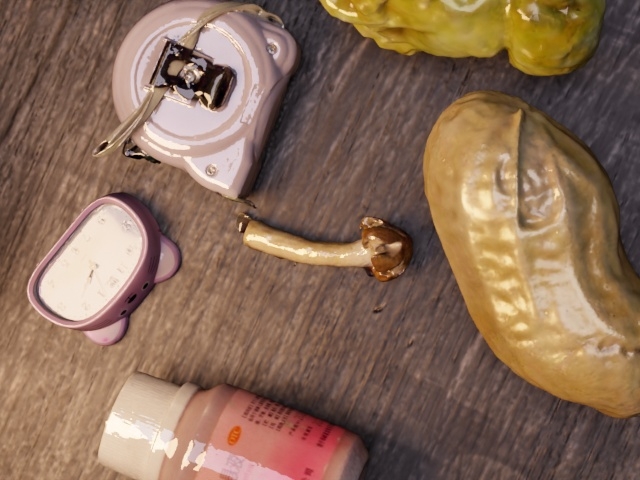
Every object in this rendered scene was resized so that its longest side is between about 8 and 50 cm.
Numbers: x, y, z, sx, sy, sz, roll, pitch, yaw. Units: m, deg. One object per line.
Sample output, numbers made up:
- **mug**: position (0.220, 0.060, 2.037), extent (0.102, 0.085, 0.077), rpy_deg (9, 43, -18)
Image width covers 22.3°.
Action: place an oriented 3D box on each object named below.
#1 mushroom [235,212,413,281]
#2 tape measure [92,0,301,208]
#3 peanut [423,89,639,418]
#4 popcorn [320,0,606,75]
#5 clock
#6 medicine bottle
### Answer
- **mushroom**: position (0.000, 0.000, 1.619), extent (0.187, 0.061, 0.060), rpy_deg (8, 62, 12)
- **tape measure**: position (-0.123, -0.149, 1.613), extent (0.178, 0.105, 0.196), rpy_deg (15, 92, 8)
- **peanut**: position (0.212, 0.015, 1.544), extent (0.174, 0.158, 0.340), rpy_deg (-20, 93, 8)
- **popcorn**: position (0.141, -0.286, 1.549), extent (0.285, 0.174, 0.225), rpy_deg (13, 84, 7)
- **clock**: position (-0.221, 0.032, 1.650), extent (0.110, 0.050, 0.153), rpy_deg (40, 94, 6)
- **medicine bottle**: position (-0.085, 0.217, 1.584), extent (0.247, 0.147, 0.147), rpy_deg (20, 92, 7)
